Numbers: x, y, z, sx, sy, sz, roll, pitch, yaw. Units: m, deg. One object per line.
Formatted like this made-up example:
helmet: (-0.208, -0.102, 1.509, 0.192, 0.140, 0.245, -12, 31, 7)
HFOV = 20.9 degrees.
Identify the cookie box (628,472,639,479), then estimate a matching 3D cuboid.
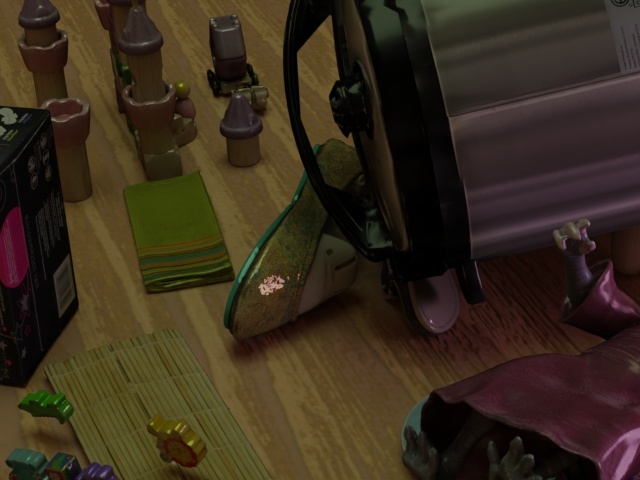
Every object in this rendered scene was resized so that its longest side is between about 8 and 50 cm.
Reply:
cookie box: (0.307, 0.234, 1.525, 0.107, 0.040, 0.092, 20, 55, 36)

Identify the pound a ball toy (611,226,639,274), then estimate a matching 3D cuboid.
pound a ball toy: (0.495, -0.025, 1.853, 0.319, 0.136, 0.208, -16, 34, -20)

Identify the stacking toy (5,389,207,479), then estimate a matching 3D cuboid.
stacking toy: (-0.237, 0.221, 1.605, 0.221, 0.052, 0.167, 7, 40, 34)

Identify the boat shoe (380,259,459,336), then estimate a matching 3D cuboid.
boat shoe: (0.100, 0.044, 1.882, 0.065, 0.075, 0.206, -41, 28, 24)

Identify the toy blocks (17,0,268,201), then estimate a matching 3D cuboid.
toy blocks: (-0.219, -0.245, 2.177, 0.308, 0.260, 0.288, -11, 32, -11)

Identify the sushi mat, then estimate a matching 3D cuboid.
sushi mat: (-0.160, 0.186, 1.699, 0.151, 0.019, 0.316, -16, 33, -17)

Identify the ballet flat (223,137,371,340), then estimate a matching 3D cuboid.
ballet flat: (0.000, 0.000, 1.904, 0.123, 0.123, 0.348, 6, 33, 16)

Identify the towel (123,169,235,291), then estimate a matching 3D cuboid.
towel: (-0.169, -0.014, 2.025, 0.102, 0.021, 0.237, -9, 32, -9)

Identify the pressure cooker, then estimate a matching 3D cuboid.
pressure cooker: (0.173, -0.169, 1.764, 0.420, 0.375, 0.370, -14, 47, -1)

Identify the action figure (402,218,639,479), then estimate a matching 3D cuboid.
action figure: (0.273, 0.144, 1.502, 0.370, 0.276, 0.248, -24, 46, -32)

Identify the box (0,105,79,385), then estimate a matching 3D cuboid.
box: (-0.357, 0.001, 1.805, 0.142, 0.247, 0.163, 6, 33, 14)

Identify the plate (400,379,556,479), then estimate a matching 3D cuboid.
plate: (0.170, 0.192, 1.646, 0.188, 0.024, 0.188, -2, 32, 1)
